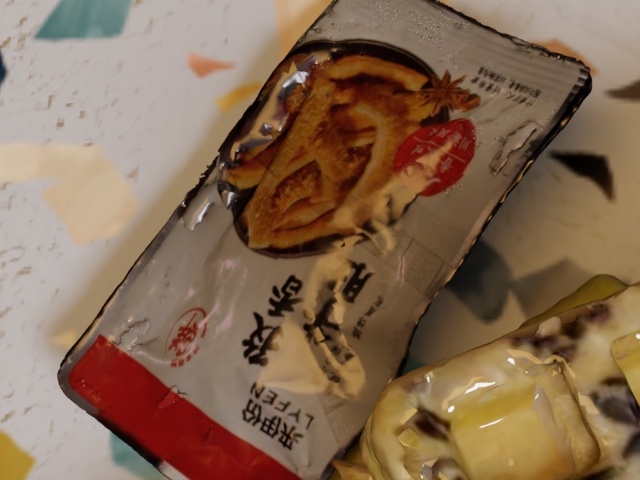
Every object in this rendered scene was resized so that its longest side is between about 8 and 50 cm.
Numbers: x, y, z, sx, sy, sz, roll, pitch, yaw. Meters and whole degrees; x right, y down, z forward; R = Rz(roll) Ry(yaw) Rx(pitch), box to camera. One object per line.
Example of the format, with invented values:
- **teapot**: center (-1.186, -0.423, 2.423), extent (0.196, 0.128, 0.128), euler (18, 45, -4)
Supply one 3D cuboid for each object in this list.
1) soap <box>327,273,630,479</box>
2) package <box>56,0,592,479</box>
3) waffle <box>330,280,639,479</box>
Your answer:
- **soap**: center (0.050, 0.225, 0.656), extent (0.427, 0.115, 0.306), euler (-36, 68, -10)
- **package**: center (0.000, 0.000, 0.734), extent (0.154, 0.030, 0.239), euler (33, 88, 42)
- **waffle**: center (0.224, 0.105, 0.571), extent (0.376, 0.114, 0.261), euler (-22, 69, -10)
